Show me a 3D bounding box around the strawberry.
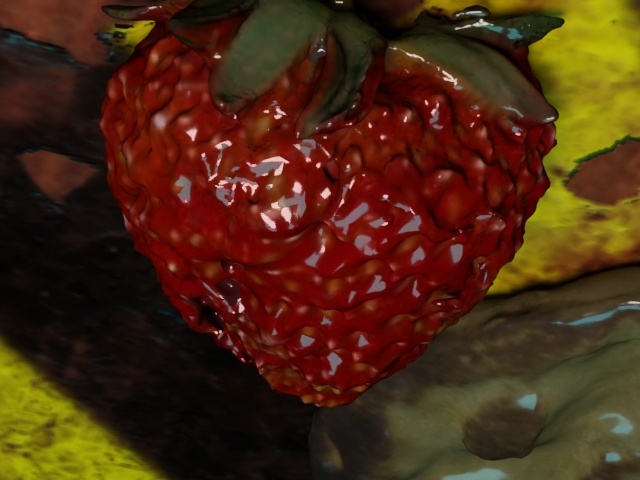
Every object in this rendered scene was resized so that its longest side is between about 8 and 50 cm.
[{"bbox_3d":[-0.016,0.000,0.699,0.174,0.098,0.228,15,144,-11],"label":"strawberry"}]

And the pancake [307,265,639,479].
[{"bbox_3d":[0.140,0.102,0.868,0.294,0.049,0.294,2,143,2],"label":"pancake"}]
